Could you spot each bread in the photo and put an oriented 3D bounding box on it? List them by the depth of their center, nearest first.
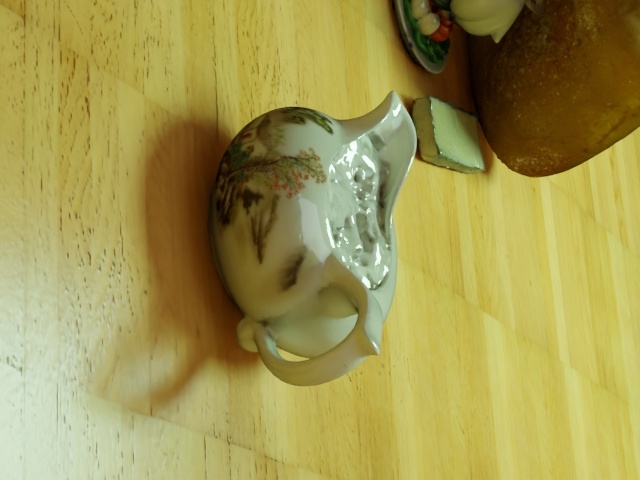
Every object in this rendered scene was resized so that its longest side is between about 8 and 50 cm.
[{"bbox_3d":[0.140,-0.112,1.777,0.154,0.028,0.068,8,71,-64],"label":"bread"},{"bbox_3d":[0.279,-0.259,1.833,0.148,0.337,0.328,15,65,-25],"label":"bread"}]

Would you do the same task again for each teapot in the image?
[{"bbox_3d":[0.000,0.000,1.307,0.204,0.139,0.298,55,32,-42],"label":"teapot"}]

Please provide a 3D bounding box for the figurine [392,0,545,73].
[{"bbox_3d":[0.168,-0.256,1.758,0.132,0.154,0.132,38,45,-52],"label":"figurine"}]
